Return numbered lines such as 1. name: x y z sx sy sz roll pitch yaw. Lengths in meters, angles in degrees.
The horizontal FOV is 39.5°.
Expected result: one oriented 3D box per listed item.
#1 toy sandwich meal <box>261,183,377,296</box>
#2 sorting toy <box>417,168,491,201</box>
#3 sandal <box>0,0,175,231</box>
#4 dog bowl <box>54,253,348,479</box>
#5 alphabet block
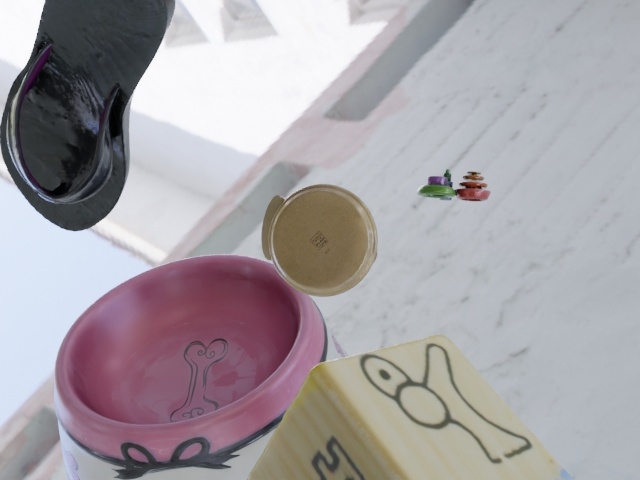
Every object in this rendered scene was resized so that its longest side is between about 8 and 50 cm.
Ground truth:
1. toy sandwich meal: 0.000 0.000 0.618 0.085 0.086 0.029 -30 173 12
2. sorting toy: 0.177 -0.077 1.190 0.061 0.101 0.042 172 -77 -73
3. sandal: -0.297 -0.149 1.039 0.446 0.167 0.107 121 -8 -46
4. dog bowl: -0.162 0.174 1.176 0.407 0.150 0.408 -9 -145 6
5. alphabet block: 0.077 0.231 0.832 0.197 0.192 0.193 50 -53 32
